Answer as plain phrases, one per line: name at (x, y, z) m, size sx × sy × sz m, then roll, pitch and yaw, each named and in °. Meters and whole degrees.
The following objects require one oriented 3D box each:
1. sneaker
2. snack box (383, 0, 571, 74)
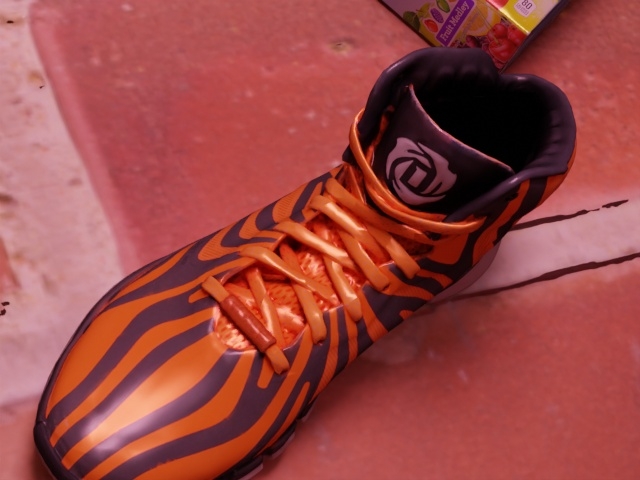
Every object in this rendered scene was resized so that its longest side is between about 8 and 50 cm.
sneaker at (0.000, 0.000, 0.770) m, size 0.124 × 0.180 × 0.321 m, roll 46°, pitch 59°, yaw 8°
snack box at (0.084, -0.224, 0.982) m, size 0.207 × 0.070 × 0.174 m, roll 42°, pitch 59°, yaw 4°
